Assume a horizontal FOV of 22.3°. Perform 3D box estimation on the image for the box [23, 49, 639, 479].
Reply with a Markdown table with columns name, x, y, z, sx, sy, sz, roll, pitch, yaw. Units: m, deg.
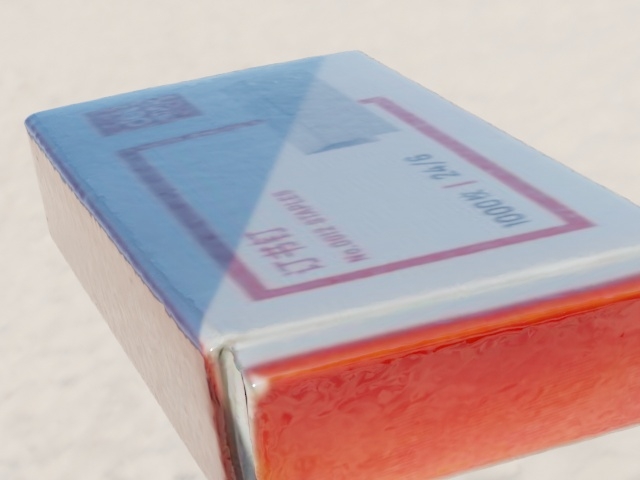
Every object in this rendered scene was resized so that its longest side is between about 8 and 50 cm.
| name | x | y | z | sx | sy | sz | roll | pitch | yaw |
| --- | --- | --- | --- | --- | --- | --- | --- | --- | --- |
| box | 0.000 | 0.001 | 0.448 | 0.123 | 0.050 | 0.229 | -13 | 21 | -16 |
